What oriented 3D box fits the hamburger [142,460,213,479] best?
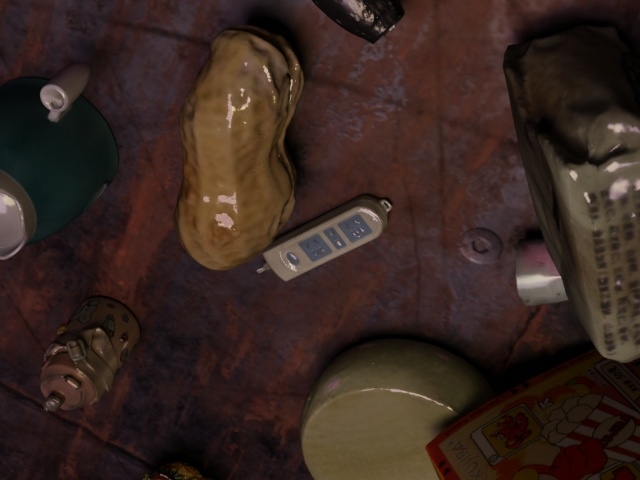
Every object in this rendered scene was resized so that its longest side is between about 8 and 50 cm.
[{"bbox_3d":[-0.201,0.375,1.568,0.137,0.087,0.166,34,129,-7],"label":"hamburger"}]

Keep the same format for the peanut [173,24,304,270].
[{"bbox_3d":[-0.086,-0.089,1.173,0.130,0.130,0.290,14,129,9],"label":"peanut"}]

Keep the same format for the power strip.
[{"bbox_3d":[0.000,0.000,1.266,0.191,0.030,0.047,-27,111,32],"label":"power strip"}]

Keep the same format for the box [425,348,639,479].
[{"bbox_3d":[0.290,0.289,1.155,0.260,0.283,0.213,-29,117,-2],"label":"box"}]

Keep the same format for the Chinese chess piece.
[{"bbox_3d":[0.100,0.232,1.350,0.250,0.101,0.250,9,127,13],"label":"Chinese chess piece"}]

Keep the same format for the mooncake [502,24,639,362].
[{"bbox_3d":[0.260,-0.051,1.005,0.136,0.250,0.254,-15,124,7],"label":"mooncake"}]

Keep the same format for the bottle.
[{"bbox_3d":[-0.290,0.146,1.395,0.099,0.152,0.098,10,125,14],"label":"bottle"}]

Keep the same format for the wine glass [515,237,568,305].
[{"bbox_3d":[0.282,0.026,1.161,0.155,0.073,0.073,-7,122,21],"label":"wine glass"}]

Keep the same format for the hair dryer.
[{"bbox_3d":[0.052,-0.310,1.020,0.219,0.075,0.195,-40,96,26],"label":"hair dryer"}]

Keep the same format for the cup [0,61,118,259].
[{"bbox_3d":[-0.332,-0.069,1.243,0.168,0.173,0.299,33,128,-7],"label":"cup"}]
